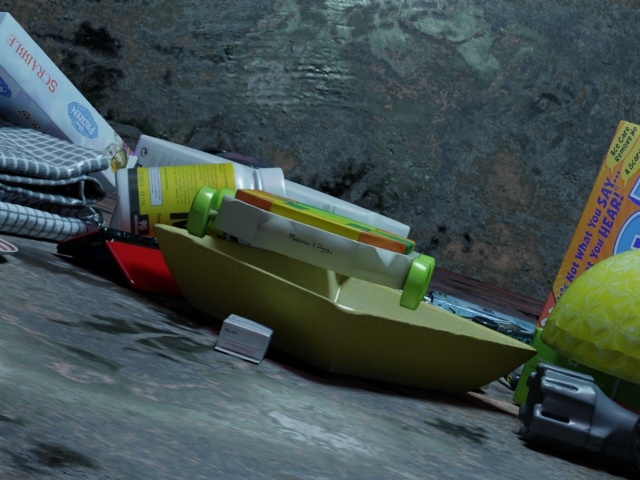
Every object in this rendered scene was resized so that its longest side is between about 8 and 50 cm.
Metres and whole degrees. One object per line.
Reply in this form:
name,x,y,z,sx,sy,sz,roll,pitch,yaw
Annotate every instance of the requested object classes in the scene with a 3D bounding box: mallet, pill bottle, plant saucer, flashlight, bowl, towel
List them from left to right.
towel,-0.427,-0.096,1.950,0.283,0.121,0.235,21,5,33
pill bottle,-0.149,-0.036,1.958,0.208,0.119,0.119,-4,7,-7
plant saucer,0.017,0.087,1.751,0.332,0.081,0.333,16,4,-45
mallet,0.225,0.162,2.054,0.039,0.062,0.190,16,19,-15
flashlight,0.358,0.201,1.615,0.304,0.103,0.103,17,-22,-2
bowl,0.397,0.075,1.704,0.289,0.156,0.289,15,6,-2

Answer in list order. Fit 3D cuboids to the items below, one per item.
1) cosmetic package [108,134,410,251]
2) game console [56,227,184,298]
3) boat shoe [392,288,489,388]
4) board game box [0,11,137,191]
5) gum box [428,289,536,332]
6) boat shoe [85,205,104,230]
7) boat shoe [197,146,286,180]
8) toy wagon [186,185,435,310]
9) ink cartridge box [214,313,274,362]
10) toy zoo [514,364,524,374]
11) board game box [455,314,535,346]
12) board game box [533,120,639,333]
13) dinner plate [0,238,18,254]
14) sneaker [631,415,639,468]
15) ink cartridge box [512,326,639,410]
cosmetic package,-0.087,-0.017,2.159,0.365,0.155,0.197,22,3,37
game console,-0.216,0.039,1.827,0.124,0.085,0.144,-17,-18,34
boat shoe,0.125,0.110,1.928,0.095,0.079,0.254,16,5,-31
board game box,-0.459,-0.190,2.143,0.318,0.066,0.319,7,-29,34
gum box,0.261,0.133,2.527,0.184,0.041,0.157,19,4,1
boat shoe,-0.308,-0.023,2.083,0.046,0.038,0.125,18,4,-4
boat shoe,-0.142,-0.068,2.661,0.186,0.156,0.500,19,5,-19
toy wagon,0.000,0.000,1.799,0.267,0.068,0.344,19,4,6
ink cartridge box,-0.075,0.097,1.550,0.048,0.028,0.083,18,4,2
toy zoo,0.379,0.203,2.169,0.192,0.030,0.293,15,5,-46
board game box,0.206,0.125,2.250,0.186,0.026,0.126,9,3,-9
board game box,0.604,0.078,2.331,0.356,0.356,0.356,21,-1,41
dinner plate,-0.384,-0.005,1.629,0.141,0.017,0.141,19,5,-2
sneaker,0.411,0.241,1.524,0.234,0.084,0.097,28,-2,22
ink cartridge box,0.385,0.194,1.832,0.255,0.097,0.189,20,4,38
